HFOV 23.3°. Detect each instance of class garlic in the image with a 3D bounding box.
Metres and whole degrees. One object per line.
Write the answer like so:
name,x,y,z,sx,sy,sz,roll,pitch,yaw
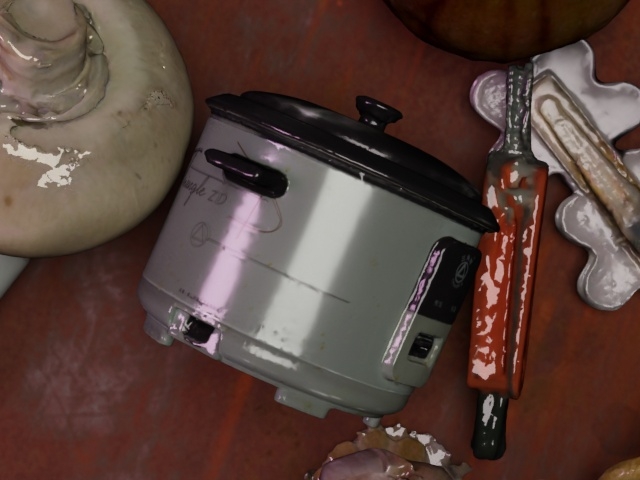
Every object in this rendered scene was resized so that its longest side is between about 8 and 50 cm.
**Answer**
garlic,0.079,0.208,1.203,0.207,0.207,0.257,46,114,-1

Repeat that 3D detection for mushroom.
mushroom,-0.215,-0.111,1.166,0.246,0.202,0.246,4,62,-7

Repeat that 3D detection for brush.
brush,0.154,0.018,1.254,0.051,0.070,0.323,5,95,17

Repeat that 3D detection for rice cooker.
rice cooker,0.000,0.000,1.170,0.241,0.280,0.227,25,92,35

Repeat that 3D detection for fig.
fig,0.147,-0.259,1.223,0.235,0.214,0.235,-5,80,29

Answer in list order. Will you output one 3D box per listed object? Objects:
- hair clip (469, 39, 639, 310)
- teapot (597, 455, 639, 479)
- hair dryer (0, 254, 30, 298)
hair clip,0.231,-0.050,1.286,0.146,0.075,0.257,-39,83,9
teapot,0.376,0.188,1.244,0.311,0.203,0.167,-18,131,14
hair dryer,-0.358,-0.010,1.238,0.236,0.073,0.131,36,82,7
